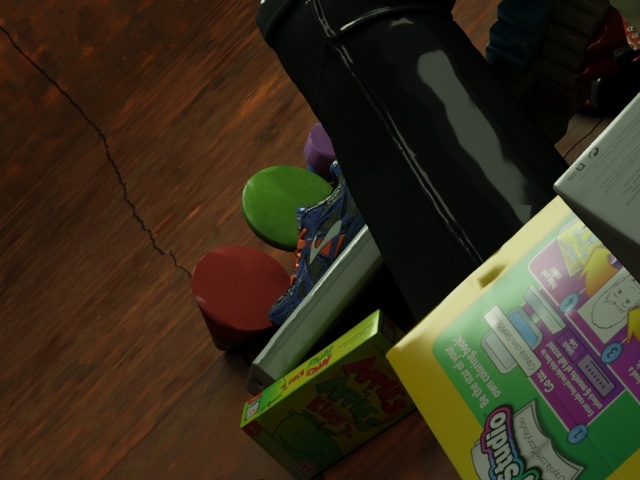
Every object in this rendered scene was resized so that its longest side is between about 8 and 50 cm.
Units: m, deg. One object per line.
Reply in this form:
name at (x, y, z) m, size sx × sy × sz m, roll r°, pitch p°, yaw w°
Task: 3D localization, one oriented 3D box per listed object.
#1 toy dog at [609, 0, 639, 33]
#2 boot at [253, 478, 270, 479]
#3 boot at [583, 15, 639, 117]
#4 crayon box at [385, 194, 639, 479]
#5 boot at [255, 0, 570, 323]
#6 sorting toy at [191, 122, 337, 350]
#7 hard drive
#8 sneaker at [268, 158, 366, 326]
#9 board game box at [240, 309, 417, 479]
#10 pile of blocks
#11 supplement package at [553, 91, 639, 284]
toy dog at (0.480, -0.220, 1.423) m, size 0.408 × 0.284 × 0.395 m, roll -45°, pitch 20°, yaw -5°
boot at (-0.166, 0.398, 1.717) m, size 0.284 × 0.138 × 0.377 m, roll -26°, pitch 33°, yaw 43°
boot at (0.345, -0.235, 2.006) m, size 0.244 × 0.088 × 0.176 m, roll -55°, pitch 21°, yaw -2°
crayon box at (0.241, 0.095, 1.470) m, size 0.313 × 0.106 × 0.363 m, roll -44°, pitch 28°, yaw 7°
boot at (0.150, -0.144, 1.753) m, size 0.367 × 0.146 × 0.445 m, roll -50°, pitch 53°, yaw 34°
sorting toy at (-0.056, 0.009, 2.348) m, size 0.365 × 0.127 × 0.126 m, roll -59°, pitch -6°, yaw -41°
hard drive at (0.034, 0.038, 2.044) m, size 0.307 × 0.040 × 0.203 m, roll -51°, pitch -4°, yaw -12°
sneaker at (0.000, 0.000, 2.189) m, size 0.221 × 0.087 × 0.083 m, roll -58°, pitch 8°, yaw -3°
board game box at (0.019, 0.155, 1.872) m, size 0.181 × 0.092 × 0.043 m, roll -36°, pitch 21°, yaw 25°
pile of blocks at (0.227, -0.169, 1.895) m, size 0.149 × 0.112 × 0.362 m, roll -25°, pitch -41°, yaw -53°
supplement package at (0.294, -0.003, 1.265) m, size 0.134 × 0.139 × 0.244 m, roll -47°, pitch 34°, yaw -1°
